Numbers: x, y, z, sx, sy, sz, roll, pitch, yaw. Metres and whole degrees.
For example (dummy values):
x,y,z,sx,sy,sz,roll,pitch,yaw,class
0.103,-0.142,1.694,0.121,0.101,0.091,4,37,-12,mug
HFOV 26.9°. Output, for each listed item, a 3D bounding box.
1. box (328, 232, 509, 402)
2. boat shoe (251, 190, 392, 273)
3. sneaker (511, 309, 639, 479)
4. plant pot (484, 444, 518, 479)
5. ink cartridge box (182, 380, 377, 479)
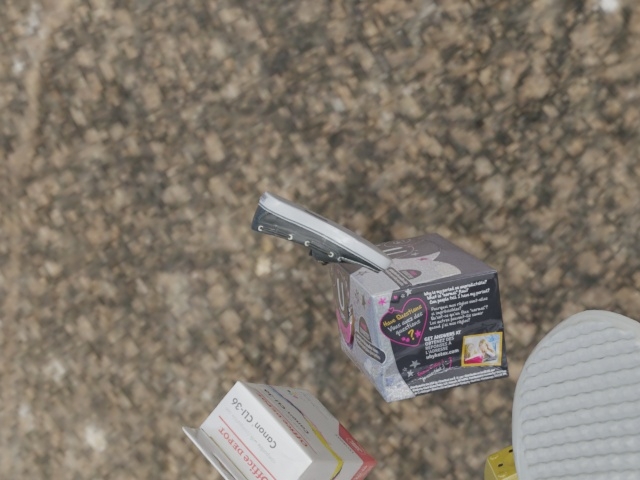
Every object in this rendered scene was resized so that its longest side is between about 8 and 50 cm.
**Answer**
x,y,z,sx,sy,sz,roll,pitch,yaw,class
0.115,0.088,1.681,0.247,0.163,0.142,-140,40,-74,box
0.000,0.000,1.292,0.142,0.049,0.040,27,98,-6,boat shoe
0.234,0.197,0.776,0.135,0.150,0.366,-39,44,14,sneaker
0.196,0.236,1.256,0.081,0.081,0.083,-25,112,2,plant pot
-0.038,0.202,1.315,0.115,0.198,0.067,43,101,24,ink cartridge box
